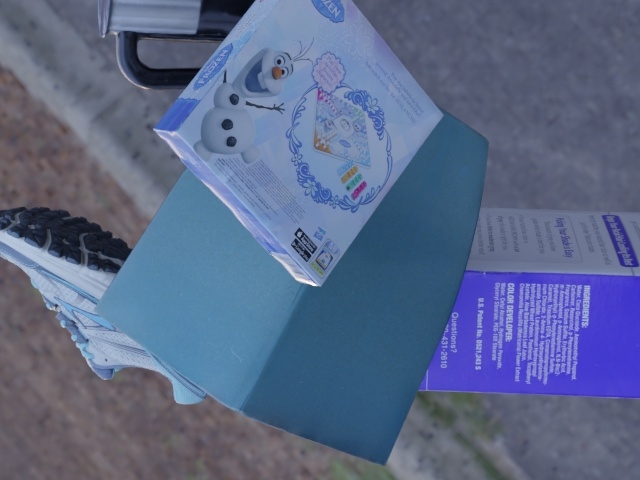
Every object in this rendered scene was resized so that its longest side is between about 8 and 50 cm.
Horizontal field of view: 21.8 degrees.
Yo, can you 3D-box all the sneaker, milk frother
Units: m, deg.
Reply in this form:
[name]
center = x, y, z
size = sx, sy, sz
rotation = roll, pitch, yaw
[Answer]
[sneaker]
center = -0.212, 0.067, 1.585
size = 0.283, 0.122, 0.110
rotation = 27, -162, 4
[milk frother]
center = -0.109, -0.195, 1.369
size = 0.143, 0.134, 0.129
rotation = 136, 132, -71

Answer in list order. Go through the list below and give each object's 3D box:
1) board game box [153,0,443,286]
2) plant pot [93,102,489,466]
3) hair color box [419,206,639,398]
[board game box]
center = -0.006, -0.045, 0.636
size = 0.020, 0.090, 0.090
rotation = 11, 148, 54
[plant pot]
center = 0.000, 0.000, 1.134
size = 0.165, 0.234, 0.165
rotation = 30, -178, 42
[hair color box]
center = 0.214, 0.046, 1.302
size = 0.185, 0.338, 0.110
rotation = -75, -14, -74
